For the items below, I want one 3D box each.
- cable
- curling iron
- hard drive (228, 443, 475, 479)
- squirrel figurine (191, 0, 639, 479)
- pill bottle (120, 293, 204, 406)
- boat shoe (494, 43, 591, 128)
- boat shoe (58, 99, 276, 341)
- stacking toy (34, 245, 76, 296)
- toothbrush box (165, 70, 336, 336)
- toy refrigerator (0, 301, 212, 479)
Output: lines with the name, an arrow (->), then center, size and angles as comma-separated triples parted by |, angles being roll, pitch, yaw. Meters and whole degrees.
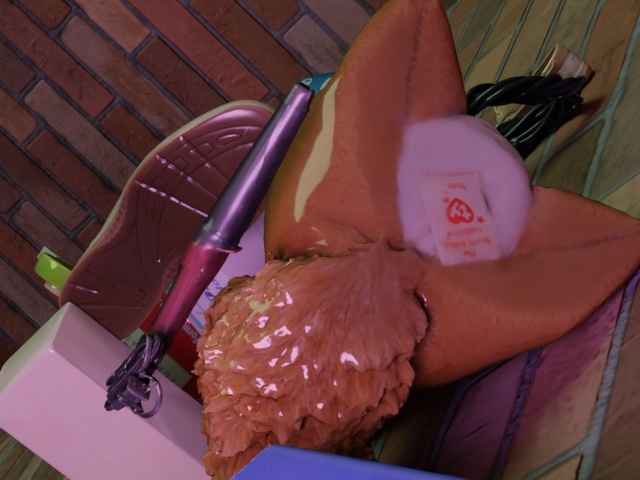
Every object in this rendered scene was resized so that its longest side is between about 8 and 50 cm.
cable -> 0.194, -0.134, 1.687 | 0.184, 0.150, 0.047 | -28, 62, 25
curling iron -> -0.074, 0.012, 1.124 | 0.274, 0.035, 0.068 | -58, 21, 8
hard drive -> 0.030, 0.198, 0.845 | 0.319, 0.040, 0.210 | 3, 31, 43
squirrel figurine -> 0.008, 0.065, 1.302 | 0.397, 0.281, 0.370 | -50, 4, -32
pill bottle -> -0.167, 0.104, 1.923 | 0.407, 0.229, 0.229 | -47, 11, -1
boat shoe -> 0.224, -0.152, 1.794 | 0.170, 0.059, 0.063 | -44, 11, 13
boat shoe -> -0.128, -0.030, 1.450 | 0.302, 0.109, 0.098 | -47, 13, 31
stacking toy -> -0.313, 0.138, 2.291 | 0.130, 0.279, 0.309 | -58, 13, -3
toothbrush box -> 0.000, 0.000, 1.628 | 0.126, 0.216, 0.295 | -4, 42, 49
toy refrigerator -> -0.168, 0.186, 1.487 | 0.102, 0.269, 0.094 | -43, 18, 23
